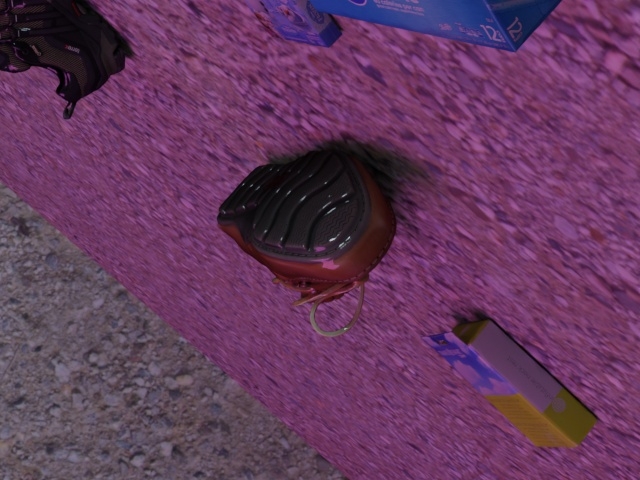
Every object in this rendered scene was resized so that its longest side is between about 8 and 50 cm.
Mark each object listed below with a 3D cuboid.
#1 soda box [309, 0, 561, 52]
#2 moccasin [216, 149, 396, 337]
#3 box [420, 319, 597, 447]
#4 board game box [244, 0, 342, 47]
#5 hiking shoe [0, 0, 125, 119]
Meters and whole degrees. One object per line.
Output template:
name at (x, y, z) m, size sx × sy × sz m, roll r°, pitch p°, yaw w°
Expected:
soda box at (0.058, -0.177, 0.943) m, size 0.210 × 0.067 × 0.071 m, roll 22°, pitch 156°, yaw 52°
moccasin at (-0.002, 0.002, 1.493) m, size 0.147 × 0.139 × 0.380 m, roll 44°, pitch 166°, yaw -12°
box at (0.196, 0.145, 1.592) m, size 0.178 × 0.042 × 0.109 m, roll 43°, pitch 165°, yaw -6°
board game box at (-0.036, -0.198, 1.227) m, size 0.090 × 0.020 × 0.090 m, roll 52°, pitch 163°, yaw -31°
hiking shoe at (-0.321, -0.241, 1.658) m, size 0.227 × 0.114 × 0.086 m, roll 45°, pitch 165°, yaw -14°
